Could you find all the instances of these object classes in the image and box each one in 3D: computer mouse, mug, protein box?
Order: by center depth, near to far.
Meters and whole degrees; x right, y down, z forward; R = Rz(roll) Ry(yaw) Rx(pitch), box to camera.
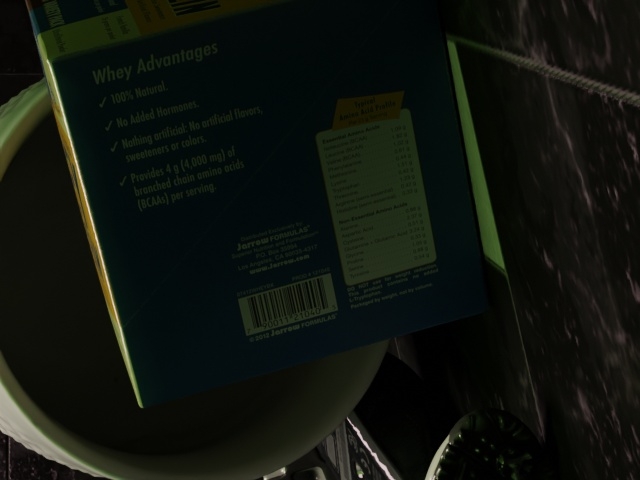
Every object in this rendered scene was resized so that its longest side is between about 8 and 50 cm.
[{"bbox_3d":[-0.035,-0.050,1.036,0.136,0.199,0.201,-121,17,-64],"label":"protein box"},{"bbox_3d":[-0.178,0.008,1.281,0.328,0.374,0.276,176,105,-69],"label":"mug"},{"bbox_3d":[0.069,0.167,1.304,0.272,0.072,0.188,55,161,37],"label":"computer mouse"}]

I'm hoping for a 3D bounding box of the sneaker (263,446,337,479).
[{"bbox_3d":[0.016,0.243,1.845,0.146,0.122,0.330,-62,-41,-72],"label":"sneaker"}]

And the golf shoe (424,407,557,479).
[{"bbox_3d":[0.082,0.144,1.035,0.198,0.077,0.094,83,171,-45],"label":"golf shoe"}]
